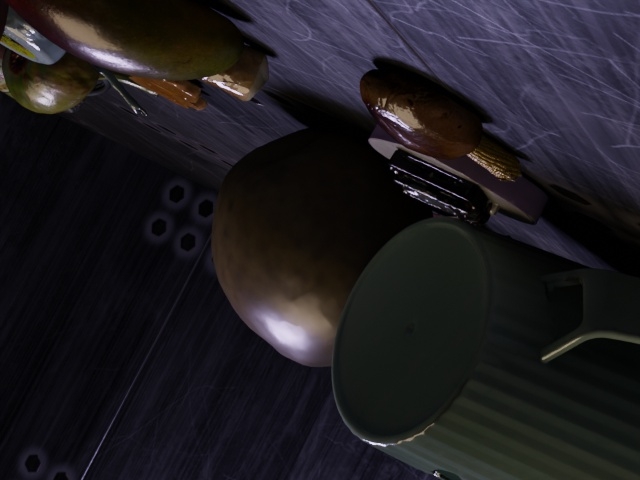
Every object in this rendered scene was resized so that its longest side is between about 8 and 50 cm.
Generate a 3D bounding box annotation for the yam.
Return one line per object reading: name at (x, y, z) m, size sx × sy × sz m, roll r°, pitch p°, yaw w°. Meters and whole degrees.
yam at (-0.187, -0.233, 1.709) m, size 0.300 × 0.066 × 0.066 m, roll 29°, pitch 176°, yaw -14°

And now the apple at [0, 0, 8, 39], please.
apple at (-0.505, -0.269, 1.902) m, size 0.306 × 0.235 × 0.306 m, roll 12°, pitch -172°, yaw -2°

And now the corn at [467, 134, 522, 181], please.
corn at (0.160, -0.079, 1.559) m, size 0.083 × 0.028 × 0.027 m, roll 30°, pitch 155°, yaw -32°

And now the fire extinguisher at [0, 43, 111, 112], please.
fire extinguisher at (-0.493, -0.294, 2.702) m, size 0.200 × 0.113 × 0.376 m, roll 23°, pitch 174°, yaw 47°

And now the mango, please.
mango at (-0.203, -0.224, 1.596) m, size 0.267 × 0.111 × 0.133 m, roll 23°, pitch 166°, yaw -10°

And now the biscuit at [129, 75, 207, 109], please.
biscuit at (-0.222, -0.227, 2.334) m, size 0.133 × 0.027 × 0.184 m, roll 28°, pitch 175°, yaw 5°

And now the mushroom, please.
mushroom at (0.087, -0.112, 1.488) m, size 0.123 × 0.052 × 0.123 m, roll 26°, pitch 173°, yaw 4°

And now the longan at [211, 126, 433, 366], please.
longan at (0.000, 0.000, 2.028) m, size 0.288 × 0.288 × 0.350 m, roll 30°, pitch -176°, yaw -28°

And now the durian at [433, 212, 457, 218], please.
durian at (0.088, -0.003, 2.271) m, size 0.260 × 0.186 × 0.154 m, roll 41°, pitch 178°, yaw 32°

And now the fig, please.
fig at (-0.352, -0.253, 2.469) m, size 0.245 × 0.149 × 0.149 m, roll 5°, pitch -167°, yaw -41°

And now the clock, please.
clock at (0.131, -0.066, 1.698) m, size 0.198 × 0.064 × 0.172 m, roll 25°, pitch 177°, yaw 20°

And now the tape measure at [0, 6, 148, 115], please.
tape measure at (-0.335, -0.262, 2.187) m, size 0.330 × 0.084 × 0.164 m, roll 28°, pitch 179°, yaw 15°

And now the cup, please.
cup at (0.267, 0.130, 1.832) m, size 0.392 × 0.401 × 0.310 m, roll 24°, pitch -152°, yaw -33°
